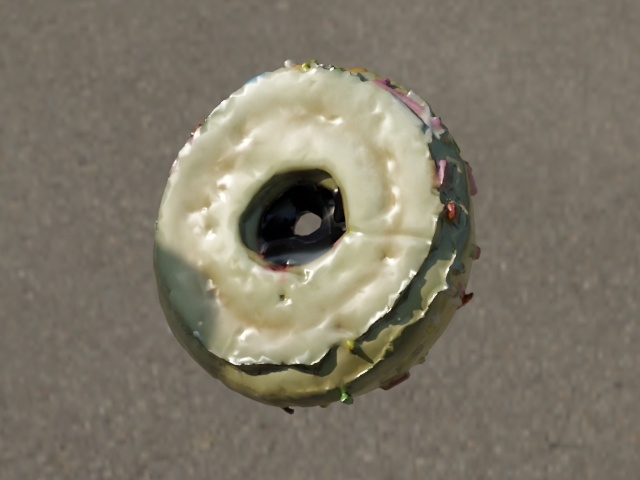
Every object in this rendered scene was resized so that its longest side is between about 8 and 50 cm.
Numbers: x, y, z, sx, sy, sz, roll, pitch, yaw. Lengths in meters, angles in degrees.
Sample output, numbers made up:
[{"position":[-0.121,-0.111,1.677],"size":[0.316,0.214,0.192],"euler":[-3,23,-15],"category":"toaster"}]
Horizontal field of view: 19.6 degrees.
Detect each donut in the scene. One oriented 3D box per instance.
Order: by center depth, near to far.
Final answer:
[{"position":[0.000,0.000,0.897],"size":[0.175,0.068,0.174],"euler":[-8,71,23],"category":"donut"}]
